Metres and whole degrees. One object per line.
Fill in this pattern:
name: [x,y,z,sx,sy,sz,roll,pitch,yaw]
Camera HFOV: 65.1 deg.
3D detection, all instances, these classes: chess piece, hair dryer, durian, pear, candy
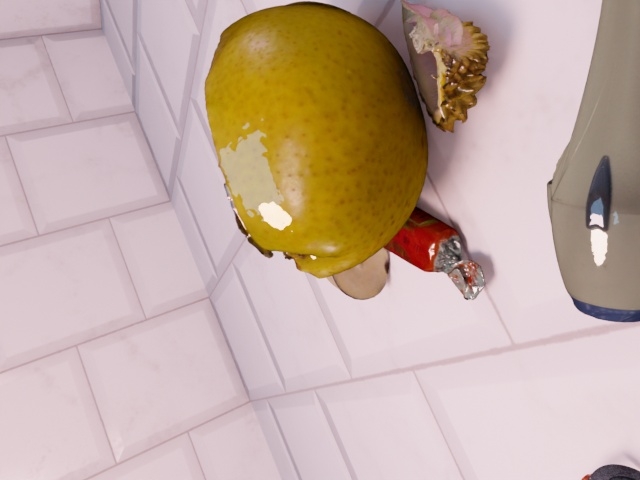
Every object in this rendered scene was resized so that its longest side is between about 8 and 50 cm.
chess piece: [0.000,0.000,0.992,0.307,0.139,0.124,31,101,57]
hair dryer: [0.305,-0.092,0.378,0.298,0.119,0.295,-18,87,48]
durian: [0.146,-0.228,0.595,0.140,0.079,0.224,59,-163,-54]
pear: [0.033,-0.156,0.652,0.192,0.340,0.386,-16,62,29]
candy: [0.139,-0.009,0.771,0.292,0.059,0.086,39,139,46]

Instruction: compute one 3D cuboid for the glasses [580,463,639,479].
glasses: [0.354,0.409,0.571,0.234,0.118,0.268,49,147,35]
